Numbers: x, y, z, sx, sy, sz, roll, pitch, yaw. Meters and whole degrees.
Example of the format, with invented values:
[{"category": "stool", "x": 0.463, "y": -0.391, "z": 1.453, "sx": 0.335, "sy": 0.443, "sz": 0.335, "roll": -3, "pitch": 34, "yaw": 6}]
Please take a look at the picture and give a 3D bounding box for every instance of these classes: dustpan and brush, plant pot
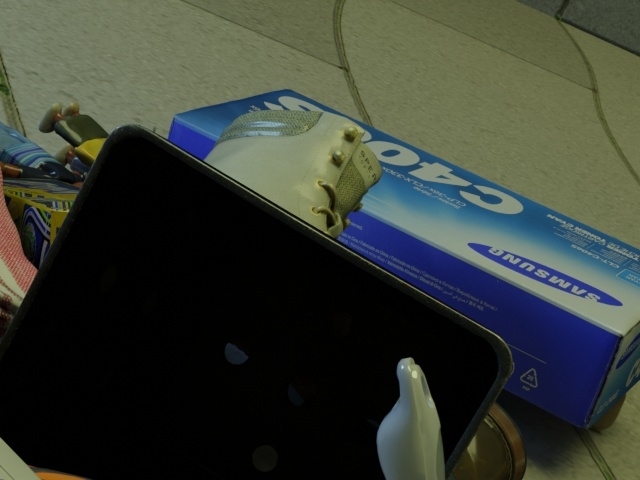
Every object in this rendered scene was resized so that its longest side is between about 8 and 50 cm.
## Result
[{"category": "dustpan and brush", "x": 0.028, "y": 0.142, "z": 0.523, "sx": 0.060, "sy": 0.211, "sz": 0.147, "roll": -10, "pitch": 15, "yaw": 12}, {"category": "plant pot", "x": -0.028, "y": 0.078, "z": 0.681, "sx": 0.187, "sy": 0.188, "sz": 0.167, "roll": 30, "pitch": 6, "yaw": 12}]

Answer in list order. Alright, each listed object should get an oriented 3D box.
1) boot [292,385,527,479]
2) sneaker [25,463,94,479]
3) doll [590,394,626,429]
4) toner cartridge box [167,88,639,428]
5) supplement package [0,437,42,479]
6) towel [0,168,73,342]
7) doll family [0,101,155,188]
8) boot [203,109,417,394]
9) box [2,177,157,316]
[{"category": "boot", "x": 0.012, "y": 0.077, "z": 0.855, "sx": 0.219, "sy": 0.082, "sz": 0.106, "roll": 35, "pitch": 18, "yaw": 18}, {"category": "sneaker", "x": -0.157, "y": 0.084, "z": 0.556, "sx": 0.321, "sy": 0.125, "sz": 0.180, "roll": 19, "pitch": 22, "yaw": -21}, {"category": "doll", "x": 0.184, "y": 0.072, "z": 1.141, "sx": 0.129, "sy": 0.046, "sz": 0.189, "roll": 26, "pitch": 20, "yaw": -3}, {"category": "toner cartridge box", "x": 0.069, "y": 0.000, "z": 1.061, "sx": 0.348, "sy": 0.075, "sz": 0.165, "roll": 26, "pitch": 24, "yaw": 21}, {"category": "supplement package", "x": -0.158, "y": 0.129, "z": 0.272, "sx": 0.262, "sy": 0.199, "sz": 0.198, "roll": 42, "pitch": 23, "yaw": 14}, {"category": "towel", "x": -0.190, "y": -0.036, "z": 0.647, "sx": 0.197, "sy": 0.029, "sz": 0.144, "roll": 38, "pitch": 18, "yaw": -53}, {"category": "doll family", "x": -0.153, "y": -0.039, "z": 0.967, "sx": 0.111, "sy": 0.076, "sz": 0.193, "roll": 39, "pitch": 27, "yaw": 20}, {"category": "boot", "x": 0.000, "y": 0.000, "z": 0.856, "sx": 0.213, "sy": 0.077, "sz": 0.165, "roll": 19, "pitch": 41, "yaw": 24}, {"category": "box", "x": -0.141, "y": 0.001, "z": 0.796, "sx": 0.059, "sy": 0.054, "sz": 0.169, "roll": 1, "pitch": 6, "yaw": -28}]
